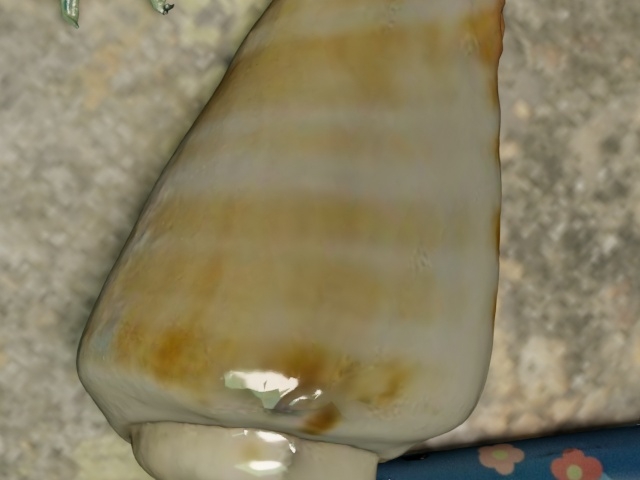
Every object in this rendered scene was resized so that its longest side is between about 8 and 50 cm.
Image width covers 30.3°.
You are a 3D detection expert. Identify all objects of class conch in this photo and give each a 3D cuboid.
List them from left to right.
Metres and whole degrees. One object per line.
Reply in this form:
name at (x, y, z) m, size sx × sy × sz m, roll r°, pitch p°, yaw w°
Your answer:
conch at (0.001, 0.003, 0.433) m, size 0.158 × 0.127 × 0.255 m, roll 13°, pitch 98°, yaw -8°

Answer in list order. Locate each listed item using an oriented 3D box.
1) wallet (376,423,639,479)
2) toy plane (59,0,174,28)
wallet at (0.113, 0.150, 0.519) m, size 0.202 × 0.059 × 0.141 m, roll -6°, pitch 106°, yaw -7°
toy plane at (-0.083, -0.122, 0.443) m, size 0.083 × 0.033 × 0.080 m, roll 33°, pitch 98°, yaw -7°
